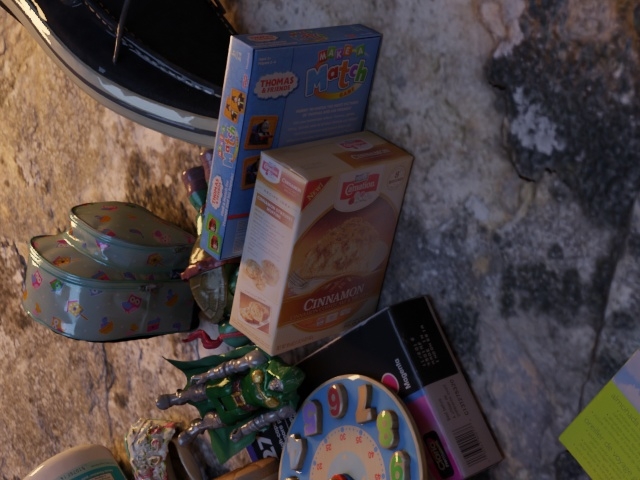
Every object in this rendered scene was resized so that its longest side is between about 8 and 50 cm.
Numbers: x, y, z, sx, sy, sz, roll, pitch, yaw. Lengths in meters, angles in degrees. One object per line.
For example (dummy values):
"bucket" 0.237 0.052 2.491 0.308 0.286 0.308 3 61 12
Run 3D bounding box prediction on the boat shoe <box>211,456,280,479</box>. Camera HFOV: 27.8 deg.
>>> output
"boat shoe" -0.129 0.316 1.407 0.285 0.103 0.092 -32 77 41

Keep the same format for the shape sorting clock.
"shape sorting clock" 0.024 0.230 1.226 0.206 0.040 0.206 -7 81 48

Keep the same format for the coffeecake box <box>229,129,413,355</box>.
"coffeecake box" 0.000 0.000 1.230 0.068 0.142 0.185 33 124 36

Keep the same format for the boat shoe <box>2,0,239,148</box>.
"boat shoe" -0.202 -0.261 1.335 0.500 0.187 0.156 43 123 25

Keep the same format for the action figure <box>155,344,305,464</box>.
"action figure" -0.087 0.161 1.336 0.232 0.063 0.137 -28 96 51

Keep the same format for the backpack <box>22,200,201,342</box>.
"backpack" -0.238 0.038 1.465 0.166 0.188 0.144 31 122 39

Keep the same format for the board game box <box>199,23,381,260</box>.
"board game box" -0.028 -0.094 1.221 0.039 0.160 0.211 35 124 38

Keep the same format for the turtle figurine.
"turtle figurine" -0.086 0.025 1.360 0.175 0.118 0.234 -22 79 48

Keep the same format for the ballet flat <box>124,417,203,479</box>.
"ballet flat" -0.168 0.326 1.558 0.077 0.091 0.241 -18 92 18

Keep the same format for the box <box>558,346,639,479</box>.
"box" 0.280 0.144 1.041 0.109 0.042 0.178 51 133 24

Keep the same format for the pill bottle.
"pill bottle" -0.270 0.399 1.633 0.264 0.146 0.146 53 134 24

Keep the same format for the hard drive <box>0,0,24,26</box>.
"hard drive" -0.343 -0.381 1.561 0.172 0.054 0.254 41 128 33

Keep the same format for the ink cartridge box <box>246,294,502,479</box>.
"ink cartridge box" 0.016 0.207 1.335 0.371 0.069 0.175 -37 73 48
